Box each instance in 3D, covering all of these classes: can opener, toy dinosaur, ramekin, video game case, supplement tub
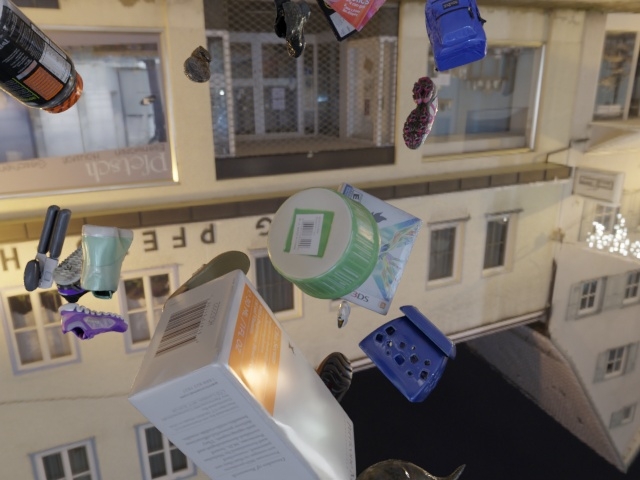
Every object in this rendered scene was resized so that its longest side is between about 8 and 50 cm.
[{"bbox_3d":[-0.873,0.030,1.578,0.075,0.284,0.095,19,-170,-6],"label":"can opener"},{"bbox_3d":[0.099,0.423,0.776,0.313,0.121,0.160,-32,-114,-12],"label":"toy dinosaur"},{"bbox_3d":[0.000,0.000,1.370,0.303,0.304,0.148,10,168,31],"label":"ramekin"},{"bbox_3d":[0.134,0.030,1.530,0.299,0.329,0.036,23,175,-19],"label":"video game case"},{"bbox_3d":[-0.862,-0.522,1.422,0.206,0.207,0.338,4,164,13],"label":"supplement tub"}]

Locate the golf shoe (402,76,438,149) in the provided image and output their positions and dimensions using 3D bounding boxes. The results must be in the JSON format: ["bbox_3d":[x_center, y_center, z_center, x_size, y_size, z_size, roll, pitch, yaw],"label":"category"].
[{"bbox_3d":[0.261,-0.309,1.242,0.067,0.186,0.086,10,171,38],"label":"golf shoe"}]

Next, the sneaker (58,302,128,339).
[{"bbox_3d":[-0.767,0.290,1.671,0.095,0.105,0.236,-28,144,32],"label":"sneaker"}]

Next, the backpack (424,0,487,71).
[{"bbox_3d":[0.233,-0.376,0.854,0.097,0.120,0.101,-11,166,12],"label":"backpack"}]

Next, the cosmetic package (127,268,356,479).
[{"bbox_3d":[-0.101,0.302,0.867,0.161,0.453,0.230,-23,-150,14],"label":"cosmetic package"}]

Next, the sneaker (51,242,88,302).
[{"bbox_3d":[-0.718,0.087,1.573,0.102,0.146,0.293,16,-143,16],"label":"sneaker"}]

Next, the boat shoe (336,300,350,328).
[{"bbox_3d":[0.067,0.230,1.518,0.035,0.100,0.035,25,-141,21],"label":"boat shoe"}]

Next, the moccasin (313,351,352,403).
[{"bbox_3d":[-0.004,0.524,1.650,0.147,0.139,0.380,-39,-165,41],"label":"moccasin"}]

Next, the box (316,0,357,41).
[{"bbox_3d":[-0.021,-0.858,1.526,0.097,0.395,0.318,-27,-135,14],"label":"box"}]

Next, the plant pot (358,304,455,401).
[{"bbox_3d":[0.289,0.344,1.548,0.236,0.212,0.236,43,-179,25],"label":"plant pot"}]

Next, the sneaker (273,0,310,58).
[{"bbox_3d":[-0.071,-0.465,1.093,0.051,0.170,0.089,41,-121,13],"label":"sneaker"}]

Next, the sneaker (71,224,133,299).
[{"bbox_3d":[-0.461,0.045,1.055,0.094,0.151,0.256,5,179,-12],"label":"sneaker"}]

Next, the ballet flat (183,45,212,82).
[{"bbox_3d":[-0.372,-0.519,1.482,0.058,0.084,0.250,-35,-147,18],"label":"ballet flat"}]

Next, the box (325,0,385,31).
[{"bbox_3d":[0.046,-0.670,1.188,0.142,0.154,0.300,19,-144,-46],"label":"box"}]

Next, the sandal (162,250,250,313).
[{"bbox_3d":[-0.260,0.089,1.070,0.079,0.088,0.240,5,-149,35],"label":"sandal"}]
